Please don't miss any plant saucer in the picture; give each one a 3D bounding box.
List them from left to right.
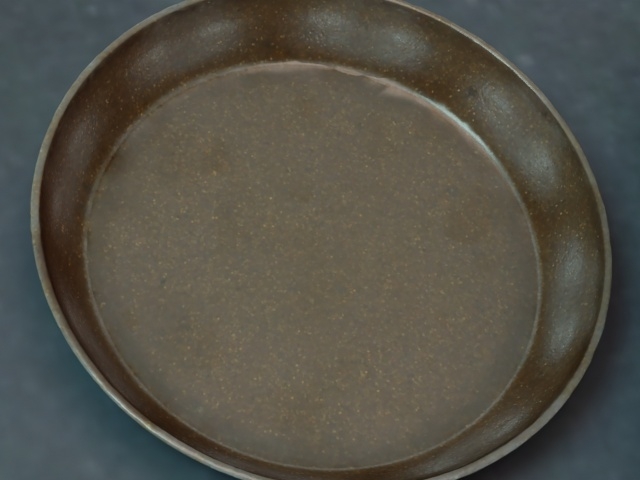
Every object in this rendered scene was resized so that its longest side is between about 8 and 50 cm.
[{"bbox_3d":[0.000,0.000,0.527,0.168,0.029,0.168,5,61,-10],"label":"plant saucer"}]
